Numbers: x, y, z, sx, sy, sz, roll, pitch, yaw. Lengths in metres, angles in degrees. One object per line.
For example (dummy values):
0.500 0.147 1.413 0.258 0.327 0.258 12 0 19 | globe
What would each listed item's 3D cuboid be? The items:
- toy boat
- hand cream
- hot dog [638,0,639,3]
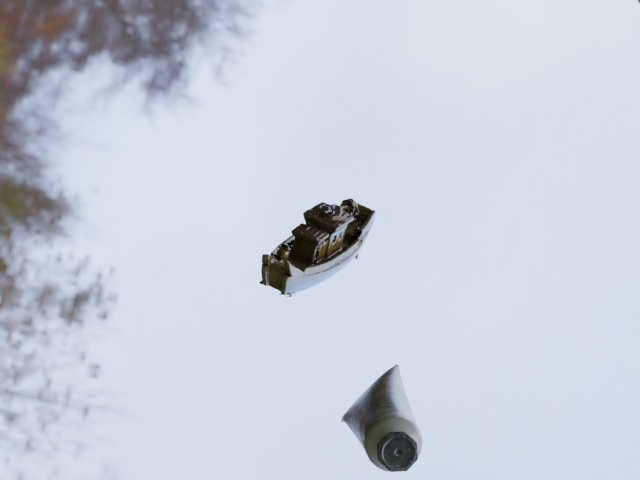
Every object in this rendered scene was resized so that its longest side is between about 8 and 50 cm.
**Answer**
0.000 0.000 1.827 0.064 0.206 0.072 25 -64 18 | toy boat
0.047 0.137 1.337 0.067 0.042 0.194 -49 -170 3 | hand cream
0.356 -0.263 1.784 0.066 0.216 0.047 -45 -174 23 | hot dog
